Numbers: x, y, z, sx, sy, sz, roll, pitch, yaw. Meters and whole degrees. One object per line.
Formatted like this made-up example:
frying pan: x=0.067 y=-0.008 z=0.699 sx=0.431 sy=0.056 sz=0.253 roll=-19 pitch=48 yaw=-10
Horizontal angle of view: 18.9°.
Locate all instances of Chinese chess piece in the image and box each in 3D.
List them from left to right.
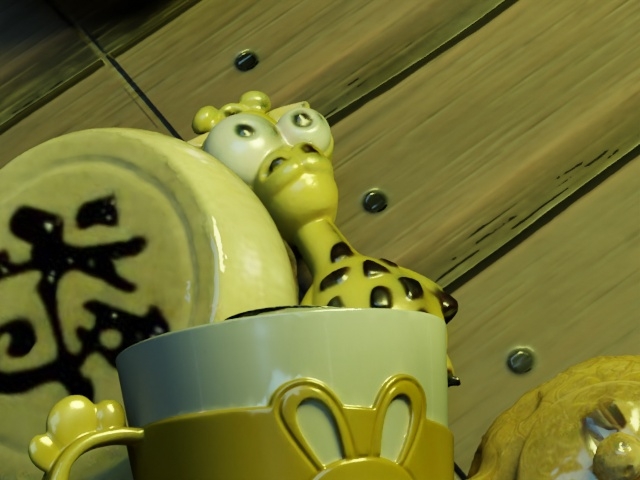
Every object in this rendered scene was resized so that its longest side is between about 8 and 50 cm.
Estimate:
Chinese chess piece: x=-0.138 y=0.054 z=1.245 sx=0.257 sy=0.104 sz=0.257 roll=-10 pitch=69 yaw=27

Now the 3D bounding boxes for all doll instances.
doll: x=0.000 y=0.000 z=1.303 sx=0.117 sy=0.086 sz=0.291 roll=-16 pitch=54 yaw=-23

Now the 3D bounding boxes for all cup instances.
cup: x=-0.036 y=0.153 z=1.032 sx=0.241 sy=0.185 sz=0.226 roll=-2 pitch=76 yaw=-25

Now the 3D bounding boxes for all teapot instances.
teapot: x=0.166 y=0.156 z=1.124 sx=0.311 sy=0.167 sz=0.203 roll=-5 pitch=59 yaw=10
